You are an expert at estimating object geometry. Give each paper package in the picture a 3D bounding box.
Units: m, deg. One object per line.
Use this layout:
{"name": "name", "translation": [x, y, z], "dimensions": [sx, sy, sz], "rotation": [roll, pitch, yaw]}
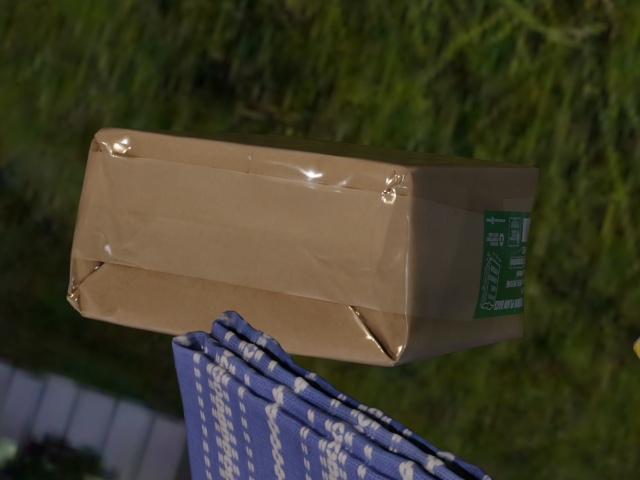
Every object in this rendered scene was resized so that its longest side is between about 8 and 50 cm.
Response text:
{"name": "paper package", "translation": [0.000, 0.000, 1.592], "dimensions": [0.309, 0.168, 0.325], "rotation": [9, -175, 25]}

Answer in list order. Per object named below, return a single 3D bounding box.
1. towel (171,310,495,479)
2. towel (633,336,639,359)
{"name": "towel", "translation": [0.063, 0.179, 0.600], "dimensions": [0.040, 0.243, 0.336], "rotation": [-20, -153, -29]}
{"name": "towel", "translation": [0.316, 0.108, 1.631], "dimensions": [0.009, 0.083, 0.060], "rotation": [1, 141, -44]}
